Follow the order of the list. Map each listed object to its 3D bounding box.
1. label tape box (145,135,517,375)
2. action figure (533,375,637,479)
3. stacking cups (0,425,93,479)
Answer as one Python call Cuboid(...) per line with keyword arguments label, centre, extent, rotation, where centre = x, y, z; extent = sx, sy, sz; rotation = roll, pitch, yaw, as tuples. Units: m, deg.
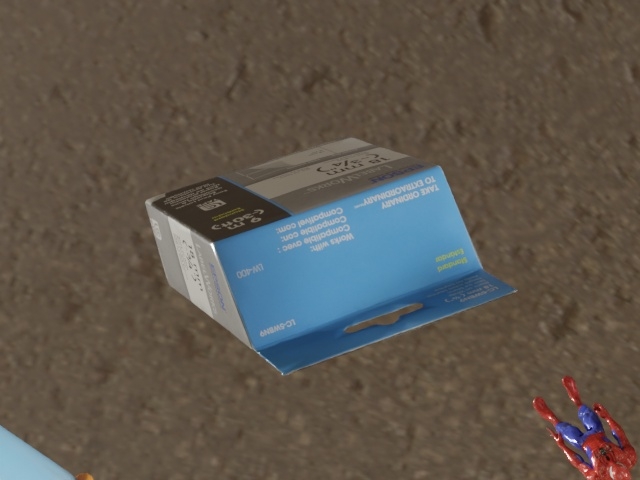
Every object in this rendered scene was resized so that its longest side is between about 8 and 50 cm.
Cuboid(label="label tape box", centre=(0.000, 0.000, 1.480), extent=(0.334, 0.241, 0.106), rotation=(27, 133, 64))
Cuboid(label="action figure", centre=(0.163, 0.119, 0.944), extent=(0.038, 0.030, 0.115), rotation=(-32, 25, -1))
Cuboid(label="stacking cups", centre=(-0.138, 0.103, 0.615), extent=(0.316, 0.096, 0.096), rotation=(33, 96, -12))
